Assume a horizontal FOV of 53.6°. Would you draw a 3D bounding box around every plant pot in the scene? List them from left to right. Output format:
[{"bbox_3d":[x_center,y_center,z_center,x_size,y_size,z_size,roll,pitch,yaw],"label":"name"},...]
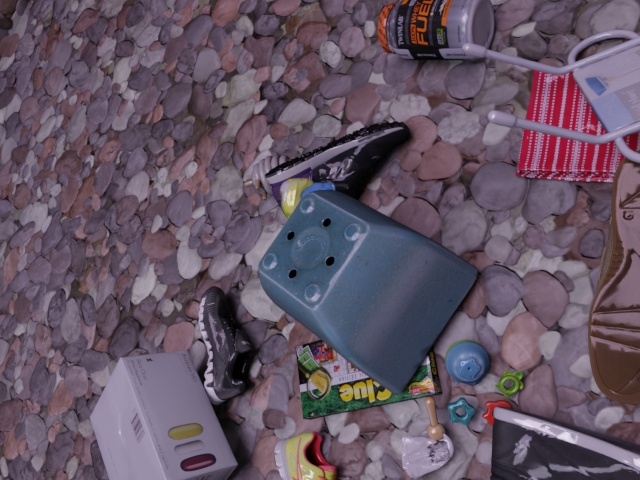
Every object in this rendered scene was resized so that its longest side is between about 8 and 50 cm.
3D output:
[{"bbox_3d":[0.049,0.055,1.013,0.247,0.252,0.247,32,88,42],"label":"plant pot"}]

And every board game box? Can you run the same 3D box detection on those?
[{"bbox_3d":[0.075,0.224,1.106,0.260,0.030,0.136,-20,67,27],"label":"board game box"}]

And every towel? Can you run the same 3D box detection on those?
[{"bbox_3d":[0.454,-0.186,0.986,0.275,0.031,0.198,7,78,35],"label":"towel"}]

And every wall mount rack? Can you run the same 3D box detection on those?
[{"bbox_3d":[0.382,-0.239,0.901,0.304,0.130,0.350,-19,38,17],"label":"wall mount rack"}]

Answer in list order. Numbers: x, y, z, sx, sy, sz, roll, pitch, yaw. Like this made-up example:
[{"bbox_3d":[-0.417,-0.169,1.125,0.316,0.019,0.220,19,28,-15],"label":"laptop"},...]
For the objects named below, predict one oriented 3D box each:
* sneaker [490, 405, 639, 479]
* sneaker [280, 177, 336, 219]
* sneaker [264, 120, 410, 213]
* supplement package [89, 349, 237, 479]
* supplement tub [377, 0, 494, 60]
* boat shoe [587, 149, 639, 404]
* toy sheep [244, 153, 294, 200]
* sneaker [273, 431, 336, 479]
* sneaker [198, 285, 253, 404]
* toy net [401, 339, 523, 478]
[{"bbox_3d":[0.359,0.332,0.844,0.296,0.105,0.146,9,82,40],"label":"sneaker"},{"bbox_3d":[0.000,0.000,1.162,0.126,0.091,0.240,-7,113,1],"label":"sneaker"},{"bbox_3d":[0.047,-0.129,1.210,0.283,0.107,0.124,-23,105,9],"label":"sneaker"},{"bbox_3d":[-0.304,0.376,1.200,0.204,0.145,0.262,-56,52,31],"label":"supplement package"},{"bbox_3d":[0.208,-0.389,1.157,0.190,0.117,0.117,11,81,35],"label":"supplement tub"},{"bbox_3d":[0.446,0.051,0.869,0.122,0.110,0.341,9,89,28],"label":"boat shoe"},{"bbox_3d":[-0.097,-0.131,1.295,0.132,0.091,0.091,-13,68,12],"label":"toy sheep"},{"bbox_3d":[-0.008,0.418,1.066,0.094,0.081,0.208,-34,59,17],"label":"sneaker"},{"bbox_3d":[-0.179,0.200,1.253,0.106,0.078,0.234,-16,71,26],"label":"sneaker"},{"bbox_3d":[0.212,0.276,0.991,0.122,0.045,0.232,30,99,2],"label":"toy net"}]
